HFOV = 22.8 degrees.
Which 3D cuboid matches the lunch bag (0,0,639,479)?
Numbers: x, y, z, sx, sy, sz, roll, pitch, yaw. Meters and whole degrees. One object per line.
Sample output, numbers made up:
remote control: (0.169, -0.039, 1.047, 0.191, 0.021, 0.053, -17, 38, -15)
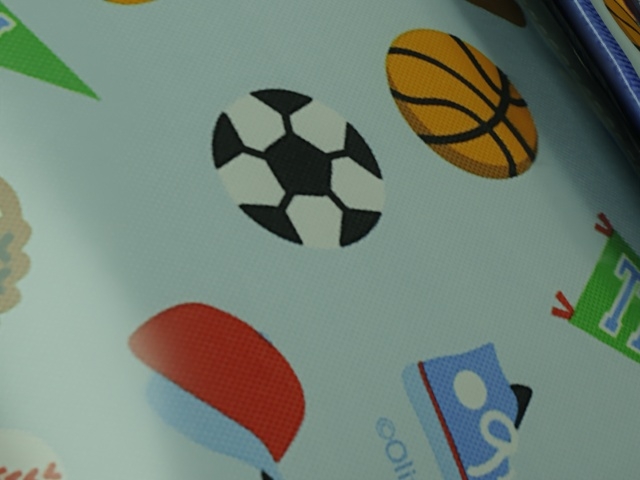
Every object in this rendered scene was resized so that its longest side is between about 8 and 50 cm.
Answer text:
lunch bag: (0.000, 0.000, 0.512, 0.385, 0.239, 0.328, -17, 68, -37)
